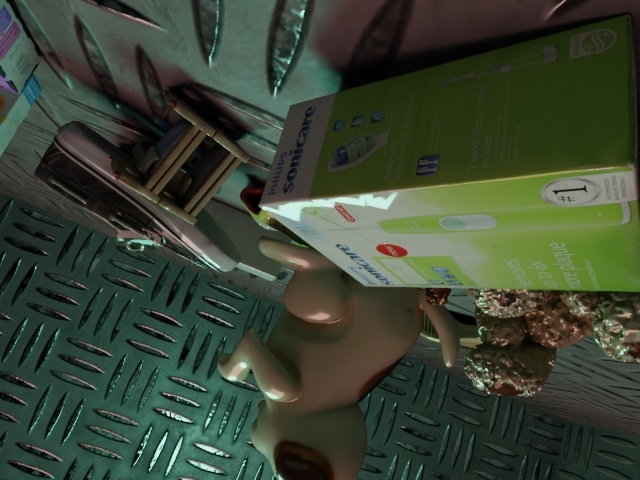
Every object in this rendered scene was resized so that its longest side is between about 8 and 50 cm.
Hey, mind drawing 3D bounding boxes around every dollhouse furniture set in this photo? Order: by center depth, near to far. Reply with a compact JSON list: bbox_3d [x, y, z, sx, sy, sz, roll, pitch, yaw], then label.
[{"bbox_3d":[-0.219,-0.142,0.672,0.129,0.129,0.183,36,-172,-41],"label":"dollhouse furniture set"}]

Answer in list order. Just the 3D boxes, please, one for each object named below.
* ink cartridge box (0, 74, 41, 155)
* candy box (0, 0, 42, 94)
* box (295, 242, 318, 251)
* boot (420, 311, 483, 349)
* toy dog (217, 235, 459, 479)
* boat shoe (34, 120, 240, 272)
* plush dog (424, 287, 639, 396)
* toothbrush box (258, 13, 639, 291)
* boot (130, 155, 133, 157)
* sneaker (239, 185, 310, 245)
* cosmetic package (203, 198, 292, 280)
[{"bbox_3d":[-0.539,-0.199,0.714,0.104,0.181,0.062,25,164,-15],"label":"ink cartridge box"},{"bbox_3d":[-0.457,-0.280,0.540,0.165,0.070,0.196,24,165,-9],"label":"candy box"},{"bbox_3d":[0.000,0.000,0.944,0.109,0.042,0.178,18,164,9],"label":"box"},{"bbox_3d":[0.384,0.268,1.262,0.249,0.090,0.207,8,158,30],"label":"boot"},{"bbox_3d":[0.018,0.241,0.835,0.396,0.407,0.284,16,176,13],"label":"toy dog"},{"bbox_3d":[-0.286,-0.042,0.740,0.335,0.119,0.121,40,-173,-17],"label":"boat shoe"},{"bbox_3d":[0.265,0.049,0.595,0.225,0.210,0.262,41,131,-15],"label":"plush dog"},{"bbox_3d":[0.124,-0.044,0.419,0.283,0.122,0.206,-1,154,36],"label":"toothbrush box"},{"bbox_3d":[-0.317,-0.113,0.890,0.161,0.083,0.246,4,-167,-27],"label":"boot"},{"bbox_3d":[-0.060,-0.051,0.784,0.209,0.081,0.094,10,159,36],"label":"sneaker"},{"bbox_3d":[-0.190,-0.003,1.052,0.231,0.117,0.085,24,165,-7],"label":"cosmetic package"}]
